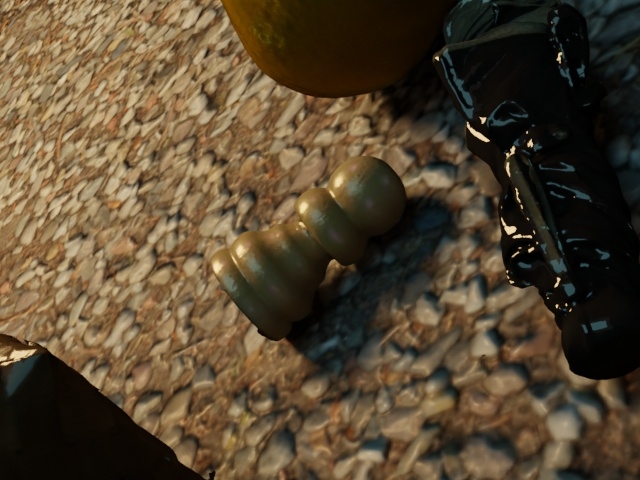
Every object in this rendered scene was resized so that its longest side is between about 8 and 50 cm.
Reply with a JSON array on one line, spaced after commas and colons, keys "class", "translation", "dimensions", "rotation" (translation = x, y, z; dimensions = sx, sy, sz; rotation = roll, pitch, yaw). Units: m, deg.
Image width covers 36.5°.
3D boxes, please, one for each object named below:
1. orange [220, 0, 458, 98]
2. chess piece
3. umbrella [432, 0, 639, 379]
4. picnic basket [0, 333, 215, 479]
[{"class": "orange", "translation": [0.022, -0.268, 0.869], "dimensions": [0.279, 0.235, 0.279], "rotation": [-58, 6, 9]}, {"class": "chess piece", "translation": [0.000, 0.000, 0.821], "dimensions": [0.170, 0.094, 0.094], "rotation": [-38, 38, 4]}, {"class": "umbrella", "translation": [0.159, -0.067, 0.685], "dimensions": [0.113, 0.106, 0.357], "rotation": [-21, 45, 17]}, {"class": "picnic basket", "translation": [-0.256, 0.241, 0.699], "dimensions": [0.254, 0.291, 0.321], "rotation": [12, 60, 50]}]
